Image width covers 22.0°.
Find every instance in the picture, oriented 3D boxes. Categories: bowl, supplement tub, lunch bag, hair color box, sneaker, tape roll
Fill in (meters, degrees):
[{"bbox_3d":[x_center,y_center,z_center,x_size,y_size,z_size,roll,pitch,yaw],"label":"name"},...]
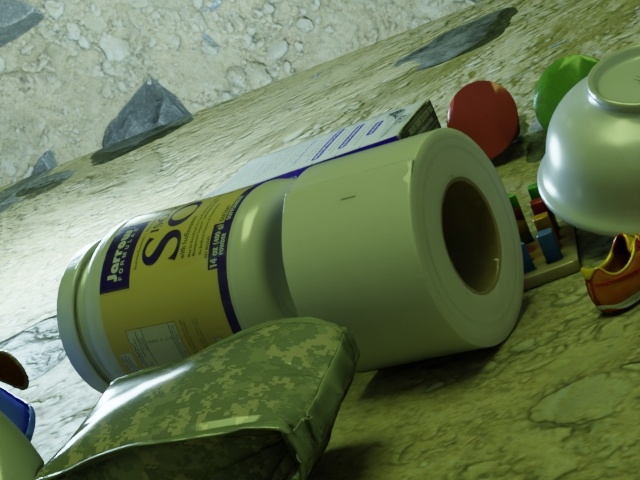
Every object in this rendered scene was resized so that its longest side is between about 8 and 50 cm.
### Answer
[{"bbox_3d":[0.390,-0.140,1.919,0.298,0.134,0.298,-12,34,8],"label":"bowl"},{"bbox_3d":[-0.129,0.069,1.969,0.331,0.241,0.241,-13,19,37],"label":"supplement tub"},{"bbox_3d":[-0.098,0.201,1.611,0.287,0.169,0.235,-23,14,22],"label":"lunch bag"},{"bbox_3d":[0.019,-0.102,2.593,0.339,0.110,0.185,-19,14,26],"label":"hair color box"},{"bbox_3d":[0.353,0.012,1.754,0.175,0.067,0.064,-31,14,-29],"label":"sneaker"},{"bbox_3d":[0.095,0.013,1.811,0.169,0.246,0.246,-14,18,32],"label":"tape roll"}]

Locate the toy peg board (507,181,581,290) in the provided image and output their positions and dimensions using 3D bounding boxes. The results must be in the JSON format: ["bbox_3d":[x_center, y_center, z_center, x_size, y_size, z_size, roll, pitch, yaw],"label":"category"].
[{"bbox_3d":[0.220,0.002,1.971,0.161,0.079,0.160,-21,15,13],"label":"toy peg board"}]

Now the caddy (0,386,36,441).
[{"bbox_3d":[-0.464,0.262,1.969,0.241,0.179,0.341,-52,22,-12],"label":"caddy"}]

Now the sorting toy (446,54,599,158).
[{"bbox_3d":[0.374,-0.197,2.441,0.365,0.127,0.126,-13,-11,29],"label":"sorting toy"}]

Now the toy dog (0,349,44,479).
[{"bbox_3d":[-0.368,0.215,1.714,0.220,0.333,0.161,-48,-9,3],"label":"toy dog"}]
